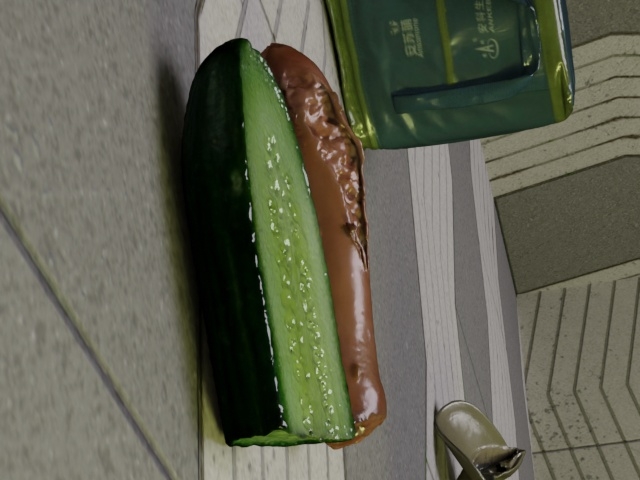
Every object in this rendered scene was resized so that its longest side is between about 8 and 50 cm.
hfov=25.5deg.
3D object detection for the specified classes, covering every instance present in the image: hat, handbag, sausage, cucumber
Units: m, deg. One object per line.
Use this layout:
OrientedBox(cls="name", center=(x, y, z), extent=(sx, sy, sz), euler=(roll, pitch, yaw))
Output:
OrientedBox(cls="hat", center=(0.186, 0.306, 1.814), extent=(0.173, 0.144, 0.166), euler=(32, 30, -11))
OrientedBox(cls="handbag", center=(0.139, -0.234, 1.495), extent=(0.222, 0.241, 0.263), euler=(-67, 145, -69))
OrientedBox(cls="sausage", center=(0.000, 0.000, 1.028), extent=(0.078, 0.078, 0.304), euler=(40, 42, -74))
OrientedBox(cls="cucumber", center=(-0.041, 0.005, 0.832), extent=(0.115, 0.063, 0.244), euler=(4, 78, -70))
